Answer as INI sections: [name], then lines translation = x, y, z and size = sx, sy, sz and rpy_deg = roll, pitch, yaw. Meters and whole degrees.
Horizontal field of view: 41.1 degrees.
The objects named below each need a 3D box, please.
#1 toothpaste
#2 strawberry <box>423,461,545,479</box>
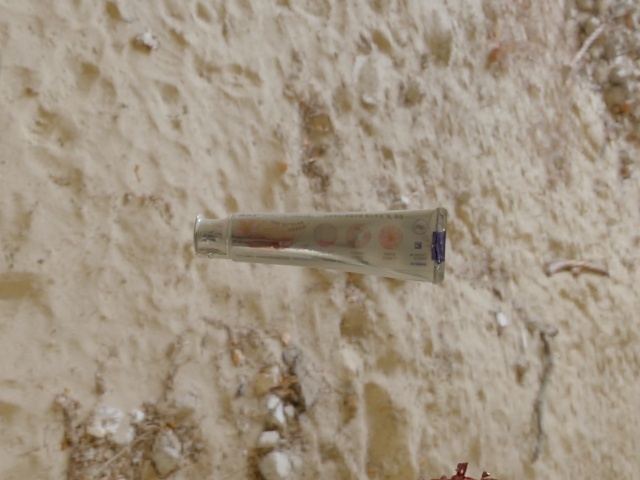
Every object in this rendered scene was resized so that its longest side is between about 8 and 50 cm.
[toothpaste]
translation = 0.000, 0.000, 1.107
size = 0.066, 0.324, 0.100
rpy_deg = -23, 115, -85
[strawberry]
translation = 0.126, 0.287, 0.703
size = 0.175, 0.236, 0.107
rpy_deg = 41, 53, 14
